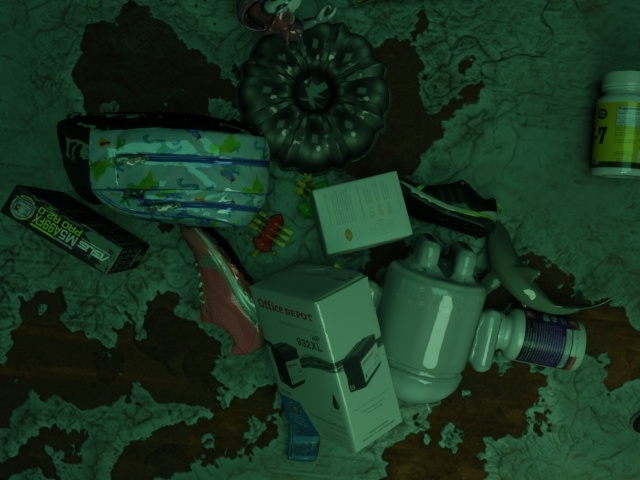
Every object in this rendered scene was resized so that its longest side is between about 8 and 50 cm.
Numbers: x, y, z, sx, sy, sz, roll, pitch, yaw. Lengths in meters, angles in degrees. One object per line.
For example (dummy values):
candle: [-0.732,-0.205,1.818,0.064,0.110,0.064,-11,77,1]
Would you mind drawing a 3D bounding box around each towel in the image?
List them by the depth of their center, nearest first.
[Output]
towel: [-0.033,0.403,1.563,0.067,0.029,0.119,5,100,-3]

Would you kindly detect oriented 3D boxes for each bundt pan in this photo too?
bundt pan: [-0.012,-0.294,1.503,0.331,0.124,0.330,0,93,-2]

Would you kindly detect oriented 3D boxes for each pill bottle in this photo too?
pill bottle: [0.619,-0.233,1.526,0.119,0.119,0.208,4,91,-2]
pill bottle: [0.434,0.200,1.539,0.193,0.108,0.108,12,91,-3]

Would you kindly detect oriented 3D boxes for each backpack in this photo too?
backpack: [-0.271,-0.137,1.416,0.356,0.290,0.273,-12,91,-3]

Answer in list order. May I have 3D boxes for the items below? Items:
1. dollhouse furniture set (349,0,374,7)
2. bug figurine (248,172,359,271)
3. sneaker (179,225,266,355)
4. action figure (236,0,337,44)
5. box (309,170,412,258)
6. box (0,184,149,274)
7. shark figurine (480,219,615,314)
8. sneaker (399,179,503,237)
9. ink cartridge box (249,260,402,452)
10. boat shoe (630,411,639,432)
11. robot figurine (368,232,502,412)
dollhouse furniture set: [0.145,-0.649,1.526,0.198,0.151,0.301,-4,110,19]
bug figurine: [0.000,0.000,1.538,0.279,0.072,0.216,36,84,2]
sneaker: [-0.207,0.100,1.513,0.136,0.116,0.314,-36,93,1]
action figure: [-0.118,-0.487,1.357,0.276,0.248,0.370,-9,50,2]
box: [0.077,-0.049,1.463,0.170,0.091,0.130,-13,84,-5]
box: [-0.454,-0.020,1.423,0.216,0.270,0.060,32,90,-3]
shark figurine: [0.440,0.088,1.513,0.278,0.116,0.166,36,66,3]
sneaker: [0.262,-0.085,1.553,0.235,0.084,0.097,22,67,-3]
ink cartridge box: [0.008,0.212,1.420,0.129,0.223,0.307,-25,109,-33]
boat shoe: [0.722,0.361,1.587,0.142,0.040,0.049,-41,92,0]
robot figurine: [0.203,0.168,1.474,0.300,0.200,0.353,14,100,2]
